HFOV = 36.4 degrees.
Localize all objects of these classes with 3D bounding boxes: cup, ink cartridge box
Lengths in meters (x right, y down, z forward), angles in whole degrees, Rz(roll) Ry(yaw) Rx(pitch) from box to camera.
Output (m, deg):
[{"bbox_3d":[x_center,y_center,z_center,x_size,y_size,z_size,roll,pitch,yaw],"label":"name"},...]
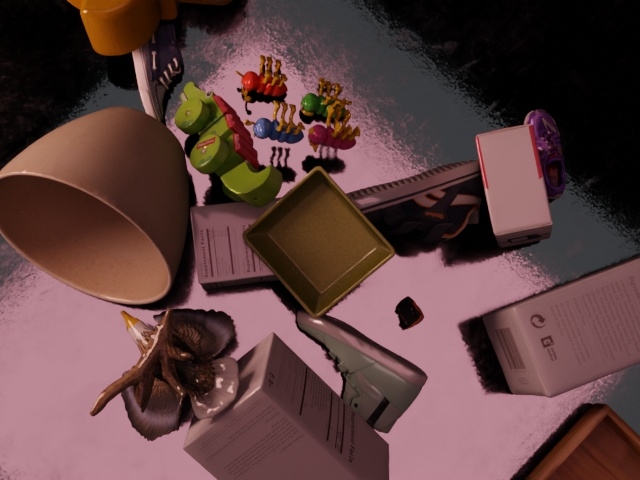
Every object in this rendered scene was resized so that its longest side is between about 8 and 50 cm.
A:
[{"bbox_3d":[-0.350,-0.083,1.630,0.331,0.331,0.237,25,57,0],"label":"cup"},{"bbox_3d":[0.335,-0.088,1.680,0.100,0.237,0.172,-11,83,11],"label":"ink cartridge box"}]

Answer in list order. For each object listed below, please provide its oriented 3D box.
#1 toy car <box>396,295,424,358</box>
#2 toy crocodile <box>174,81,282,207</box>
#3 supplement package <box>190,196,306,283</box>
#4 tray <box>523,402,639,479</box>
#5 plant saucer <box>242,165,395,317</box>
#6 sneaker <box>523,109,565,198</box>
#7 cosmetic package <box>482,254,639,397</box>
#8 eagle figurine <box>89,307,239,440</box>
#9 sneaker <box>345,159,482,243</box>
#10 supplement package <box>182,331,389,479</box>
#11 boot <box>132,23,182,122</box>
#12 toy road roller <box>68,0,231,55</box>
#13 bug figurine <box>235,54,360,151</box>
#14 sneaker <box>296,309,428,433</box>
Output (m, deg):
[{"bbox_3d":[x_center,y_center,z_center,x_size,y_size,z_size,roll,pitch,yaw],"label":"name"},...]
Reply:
[{"bbox_3d":[0.146,0.164,1.751,0.040,0.060,0.122,25,100,-43],"label":"toy car"},{"bbox_3d":[-0.163,-0.171,1.656,0.105,0.115,0.340,-40,41,10],"label":"toy crocodile"},{"bbox_3d":[-0.097,0.002,1.697,0.244,0.139,0.134,-6,84,-5],"label":"supplement package"},{"bbox_3d":[0.571,0.503,1.702,0.411,0.076,0.203,45,82,4],"label":"tray"},{"bbox_3d":[0.000,0.000,1.582,0.188,0.045,0.188,-41,92,23],"label":"plant saucer"},{"bbox_3d":[0.424,-0.163,1.790,0.068,0.071,0.170,-13,82,-6],"label":"sneaker"},{"bbox_3d":[0.535,0.117,1.678,0.453,0.230,0.162,-21,84,-6],"label":"cosmetic package"},{"bbox_3d":[-0.244,0.196,1.575,0.226,0.298,0.225,-12,76,-3],"label":"eagle figurine"},{"bbox_3d":[0.164,-0.050,1.684,0.321,0.126,0.128,-16,100,-33],"label":"sneaker"},{"bbox_3d":[-0.047,0.332,1.570,0.177,0.175,0.293,-39,105,18],"label":"supplement package"},{"bbox_3d":[-0.288,-0.303,1.763,0.086,0.069,0.190,-13,80,-4],"label":"boot"},{"bbox_3d":[-0.297,-0.452,1.700,0.329,0.202,0.241,3,71,0],"label":"toy road roller"},{"bbox_3d":[-0.041,-0.227,1.715,0.216,0.279,0.072,11,120,-17],"label":"bug figurine"},{"bbox_3d":[0.041,0.233,1.699,0.256,0.094,0.151,31,97,12],"label":"sneaker"}]
